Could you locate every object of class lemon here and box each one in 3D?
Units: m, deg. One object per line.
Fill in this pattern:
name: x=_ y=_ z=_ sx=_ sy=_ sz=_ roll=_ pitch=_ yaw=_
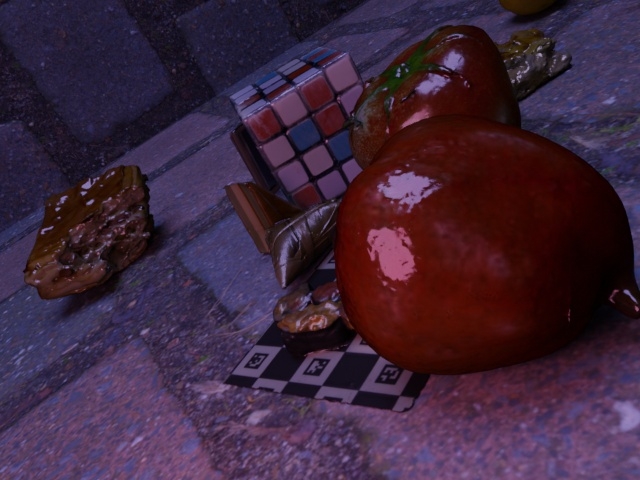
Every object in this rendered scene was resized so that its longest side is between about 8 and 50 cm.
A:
lemon: x=0.554 y=-0.693 z=1.689 sx=0.181 sy=0.180 sz=0.193 roll=-31 pitch=46 yaw=-2

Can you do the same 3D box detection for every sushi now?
sushi: x=0.053 y=0.071 z=0.920 sx=0.343 sy=0.064 sz=0.359 roll=-5 pitch=34 yaw=43

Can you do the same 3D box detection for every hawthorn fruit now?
hawthorn fruit: x=0.161 y=-0.002 z=0.693 sx=0.312 sy=0.295 sz=0.295 roll=-17 pitch=27 yaw=17

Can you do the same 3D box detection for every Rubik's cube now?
Rubik's cube: x=-0.019 y=-0.244 z=1.367 sx=0.253 sy=0.259 sz=0.256 roll=-29 pitch=25 yaw=-1

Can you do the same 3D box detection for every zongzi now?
zongzi: x=0.000 y=0.000 z=1.097 sx=0.189 sy=0.081 sz=0.178 roll=-28 pitch=29 yaw=4

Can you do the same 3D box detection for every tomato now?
tomato: x=0.204 y=-0.201 z=1.066 sx=0.303 sy=0.239 sz=0.303 roll=-36 pitch=23 yaw=18

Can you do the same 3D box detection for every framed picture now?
framed picture: x=-0.102 y=-0.249 z=1.554 sx=0.023 sy=0.189 sz=0.260 roll=0 pitch=37 yaw=41

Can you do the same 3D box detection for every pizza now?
pizza: x=0.411 y=-0.384 z=1.372 sx=0.223 sy=0.089 sz=0.323 roll=-25 pitch=25 yaw=18

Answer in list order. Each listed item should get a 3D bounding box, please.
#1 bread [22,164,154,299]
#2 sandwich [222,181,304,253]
bread: x=-0.563 y=-0.010 z=1.621 sx=0.314 sy=0.191 sz=0.370 roll=-23 pitch=37 yaw=2
sandwich: x=-0.099 y=-0.071 z=1.239 sx=0.079 sy=0.163 sz=0.113 roll=-6 pitch=32 yaw=41
